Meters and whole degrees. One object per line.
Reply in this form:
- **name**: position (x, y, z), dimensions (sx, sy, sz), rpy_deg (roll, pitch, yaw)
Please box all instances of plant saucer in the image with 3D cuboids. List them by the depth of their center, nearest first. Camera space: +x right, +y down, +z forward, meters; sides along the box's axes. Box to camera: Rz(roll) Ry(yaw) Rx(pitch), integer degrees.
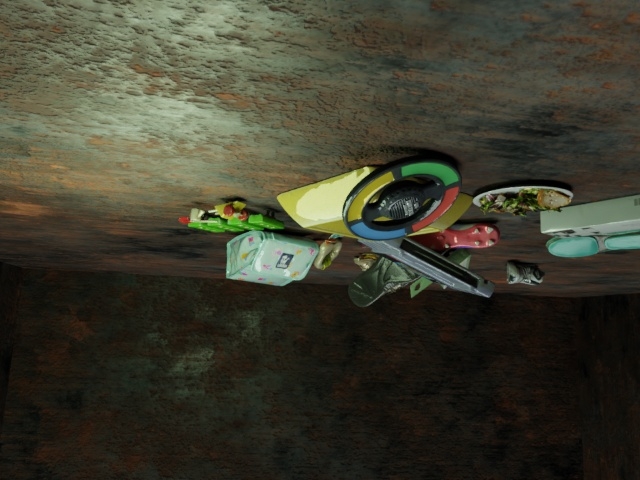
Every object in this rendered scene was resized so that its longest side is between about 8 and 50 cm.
- **plant saucer**: position (0.121, -0.063, 1.133), dimensions (0.333, 0.080, 0.333), rpy_deg (10, 167, -38)

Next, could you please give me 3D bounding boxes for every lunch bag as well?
- **lunch bag**: position (-0.159, 0.050, 1.636), dimensions (0.224, 0.160, 0.262), rpy_deg (13, 155, -34)

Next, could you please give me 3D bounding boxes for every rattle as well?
- **rattle**: position (0.000, 0.000, 1.669), dimensions (0.130, 0.142, 0.199), rpy_deg (-29, 156, -8)

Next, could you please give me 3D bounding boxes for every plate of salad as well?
- **plate of salad**: position (0.431, -0.079, 1.063), dimensions (0.200, 0.048, 0.200), rpy_deg (2, 171, 0)

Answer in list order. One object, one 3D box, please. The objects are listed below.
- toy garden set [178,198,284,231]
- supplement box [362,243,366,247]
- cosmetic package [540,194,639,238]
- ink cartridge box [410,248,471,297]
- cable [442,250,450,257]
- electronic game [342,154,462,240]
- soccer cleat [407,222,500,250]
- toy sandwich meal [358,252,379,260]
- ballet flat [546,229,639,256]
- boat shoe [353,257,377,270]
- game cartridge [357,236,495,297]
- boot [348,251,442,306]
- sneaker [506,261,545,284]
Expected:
- **toy garden set**: position (-0.250, -0.065, 1.303), dimensions (0.244, 0.049, 0.204), rpy_deg (-2, 171, 27)
- **supplement box**: position (0.182, 0.003, 1.600), dimensions (0.083, 0.043, 0.055), rpy_deg (4, 171, -14)
- **cosmetic package**: position (0.648, -0.050, 1.146), dimensions (0.099, 0.060, 0.239), rpy_deg (8, 169, -35)
- **ink cartridge box**: position (0.436, 0.134, 1.800), dimensions (0.235, 0.056, 0.171), rpy_deg (-39, 156, -5)
- **cable**: position (0.457, 0.079, 1.840), dimensions (0.139, 0.072, 0.287), rpy_deg (-32, 165, -13)
- **electronic game**: position (0.151, -0.073, 0.917), dimensions (0.229, 0.048, 0.229), rpy_deg (-12, 146, -8)
- **soccer cleat**: position (0.369, -0.015, 1.378), dimensions (0.248, 0.083, 0.095), rpy_deg (0, -176, 21)
- **toy sandwich meal**: position (0.198, 0.069, 2.021), dimensions (0.086, 0.029, 0.085), rpy_deg (2, 170, 0)
- **ballet flat**: position (0.712, -0.012, 1.265), dimensions (0.247, 0.087, 0.083), rpy_deg (-8, 130, 30)
- **boat shoe**: position (0.205, 0.107, 2.149), dimensions (0.063, 0.059, 0.170), rpy_deg (-6, 167, 40)
- **game cartridge**: position (0.295, 0.063, 1.434), dimensions (0.355, 0.068, 0.230), rpy_deg (27, 171, -12)
- **boot**: position (0.299, 0.088, 1.751), dimensions (0.377, 0.138, 0.284), rpy_deg (-42, 166, 31)
- **sneaker**: position (0.876, 0.141, 2.106), dimensions (0.153, 0.094, 0.235), rpy_deg (-3, 169, 18)
